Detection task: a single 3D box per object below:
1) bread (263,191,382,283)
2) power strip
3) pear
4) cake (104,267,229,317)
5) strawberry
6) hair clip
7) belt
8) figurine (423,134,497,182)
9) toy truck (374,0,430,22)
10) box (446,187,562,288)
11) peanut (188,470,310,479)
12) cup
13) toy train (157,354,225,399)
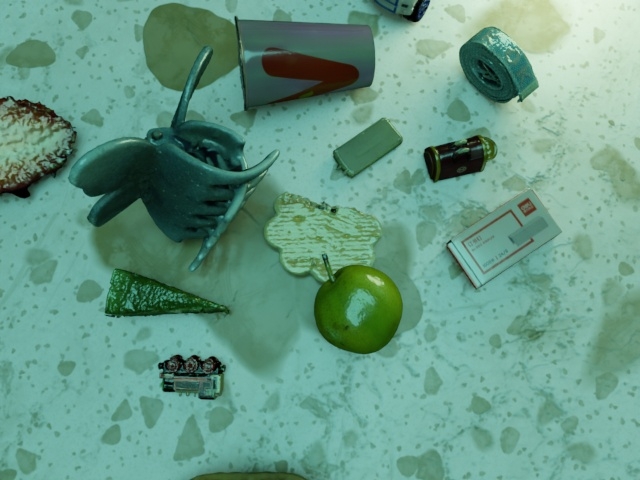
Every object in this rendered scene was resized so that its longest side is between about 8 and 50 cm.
[{"bbox_3d":[0.000,0.000,1.153,0.251,0.039,0.181,15,80,2],"label":"bread"},{"bbox_3d":[0.101,-0.206,1.199,0.169,0.028,0.076,-35,81,-8],"label":"power strip"},{"bbox_3d":[0.059,0.121,1.055,0.180,0.166,0.216,-39,107,12],"label":"pear"},{"bbox_3d":[-0.311,0.108,1.099,0.235,0.100,0.099,-1,80,0],"label":"cake"},{"bbox_3d":[-0.701,-0.198,1.161,0.306,0.138,0.233,-1,98,-26],"label":"strawberry"},{"bbox_3d":[-0.261,-0.116,1.029,0.238,0.318,0.392,36,53,-8],"label":"hair clip"},{"bbox_3d":[0.391,-0.389,1.180,0.082,0.148,0.163,-38,110,-10],"label":"belt"},{"bbox_3d":[0.312,-0.194,1.163,0.154,0.098,0.082,-14,76,0],"label":"figurine"},{"bbox_3d":[0.207,-0.631,1.206,0.161,0.177,0.213,33,80,5],"label":"toy truck"},{"bbox_3d":[0.391,-0.002,1.149,0.229,0.050,0.123,-32,80,-6],"label":"box"},{"bbox_3d":[-0.106,0.534,0.984,0.387,0.169,0.192,1,85,0],"label":"peanut"},{"bbox_3d":[-0.035,-0.393,1.164,0.288,0.203,0.203,-7,79,-8],"label":"cup"},{"bbox_3d":[-0.266,0.281,1.093,0.138,0.050,0.087,2,82,1],"label":"toy train"}]
